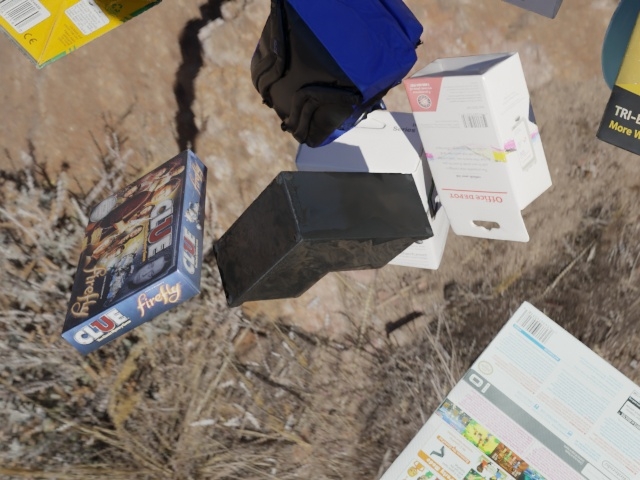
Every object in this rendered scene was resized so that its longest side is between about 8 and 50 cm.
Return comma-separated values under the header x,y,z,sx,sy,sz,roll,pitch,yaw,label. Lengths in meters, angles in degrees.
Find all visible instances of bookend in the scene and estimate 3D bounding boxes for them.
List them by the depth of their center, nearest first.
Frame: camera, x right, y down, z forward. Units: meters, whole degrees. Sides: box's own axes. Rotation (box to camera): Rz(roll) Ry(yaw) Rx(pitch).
x,y,z,sx,sy,sz,roll,pitch,yaw,label
0.000,0.000,0.880,0.157,0.156,0.072,-2,65,-34,bookend

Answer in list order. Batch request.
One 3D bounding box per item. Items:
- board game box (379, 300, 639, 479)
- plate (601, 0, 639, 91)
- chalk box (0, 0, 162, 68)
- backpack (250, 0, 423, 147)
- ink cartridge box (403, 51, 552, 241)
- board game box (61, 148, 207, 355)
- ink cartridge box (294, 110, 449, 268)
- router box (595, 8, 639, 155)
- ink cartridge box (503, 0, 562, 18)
x,y,z,sx,sy,sz,roll,pitch,yaw,label
0.228,0.260,1.015,0.224,0.097,0.303,39,80,15,board game box
0.377,-0.224,0.920,0.188,0.188,0.024,-34,48,0,plate
-0.307,-0.380,1.028,0.179,0.180,0.289,-24,47,13,chalk box
0.012,-0.125,0.632,0.101,0.120,0.098,-32,85,-27,backpack
0.179,-0.101,0.975,0.067,0.198,0.115,-36,28,-32,ink cartridge box
-0.215,0.006,1.053,0.165,0.042,0.243,-29,35,16,board game box
0.073,-0.064,1.144,0.160,0.219,0.093,6,59,20,ink cartridge box
0.410,-0.143,0.701,0.309,0.081,0.243,28,123,29,router box
0.212,-0.393,1.058,0.237,0.100,0.172,25,71,13,ink cartridge box
